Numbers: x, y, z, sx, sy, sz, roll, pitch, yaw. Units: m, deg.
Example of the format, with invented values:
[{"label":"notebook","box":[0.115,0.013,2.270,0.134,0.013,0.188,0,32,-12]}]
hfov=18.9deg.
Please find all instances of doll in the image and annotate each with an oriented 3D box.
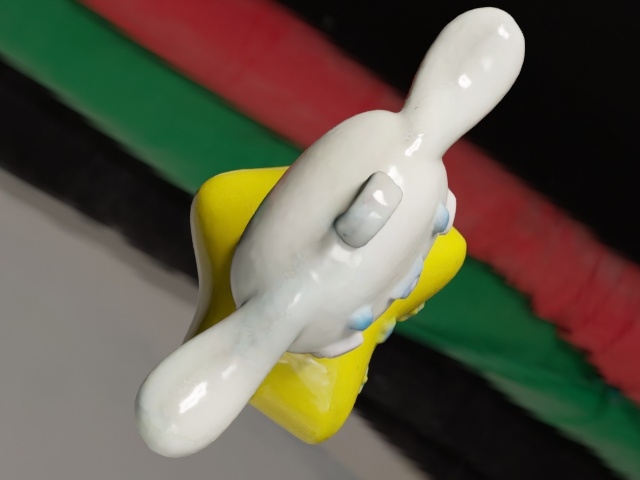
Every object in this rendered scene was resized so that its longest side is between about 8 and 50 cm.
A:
[{"label":"doll","box":[0.005,-0.006,0.496,0.071,0.135,0.113,39,8,1]}]
